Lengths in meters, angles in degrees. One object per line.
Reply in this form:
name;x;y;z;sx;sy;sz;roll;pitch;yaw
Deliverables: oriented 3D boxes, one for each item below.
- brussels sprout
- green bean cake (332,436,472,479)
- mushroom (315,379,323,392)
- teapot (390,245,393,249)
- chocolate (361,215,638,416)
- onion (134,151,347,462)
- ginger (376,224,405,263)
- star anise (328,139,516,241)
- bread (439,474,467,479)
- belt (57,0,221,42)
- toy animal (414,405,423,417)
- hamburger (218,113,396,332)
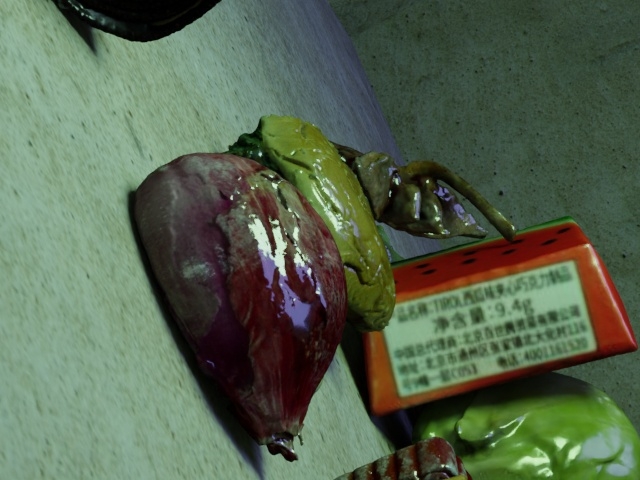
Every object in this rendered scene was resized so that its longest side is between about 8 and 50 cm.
brussels sprout;0.279;0.302;1.697;0.328;0.328;0.247;-94;174;-66
green bean cake;0.089;0.268;1.245;0.136;0.135;0.056;57;15;-30
mushroom;-0.025;0.113;1.245;0.083;0.067;0.083;59;18;-33
teapot;0.116;0.070;2.135;0.068;0.076;0.121;34;59;-51
chocolate;0.233;0.092;1.754;0.341;0.360;0.161;-50;124;-80
onion;-0.041;0.048;1.115;0.227;0.120;0.283;16;50;-57
ginger;0.128;0.099;2.043;0.290;0.089;0.137;60;11;-21
star anise;0.099;-0.072;1.822;0.292;0.109;0.349;15;1;-31
bread;0.096;0.337;1.101;0.261;0.147;0.160;-100;171;-47
belt;-0.194;-0.327;1.138;0.289;0.184;0.164;55;21;-47
toy animal;0.271;0.306;1.942;0.326;0.237;0.269;60;-8;-16
hamburger;0.000;0.000;1.497;0.309;0.132;0.211;57;9;-42
